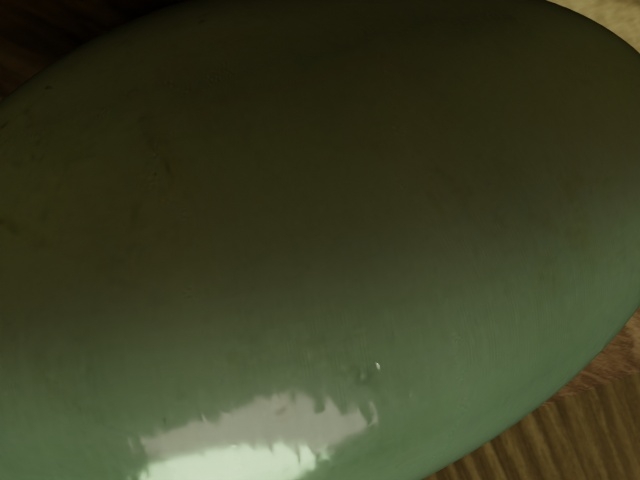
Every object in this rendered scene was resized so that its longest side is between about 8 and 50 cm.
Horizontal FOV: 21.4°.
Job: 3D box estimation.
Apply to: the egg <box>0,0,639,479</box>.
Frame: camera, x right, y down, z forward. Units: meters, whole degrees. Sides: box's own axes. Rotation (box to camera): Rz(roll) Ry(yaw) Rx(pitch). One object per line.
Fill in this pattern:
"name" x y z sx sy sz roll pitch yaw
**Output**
"egg" 0.000 0.000 0.741 0.371 0.230 0.230 -17 168 -25
